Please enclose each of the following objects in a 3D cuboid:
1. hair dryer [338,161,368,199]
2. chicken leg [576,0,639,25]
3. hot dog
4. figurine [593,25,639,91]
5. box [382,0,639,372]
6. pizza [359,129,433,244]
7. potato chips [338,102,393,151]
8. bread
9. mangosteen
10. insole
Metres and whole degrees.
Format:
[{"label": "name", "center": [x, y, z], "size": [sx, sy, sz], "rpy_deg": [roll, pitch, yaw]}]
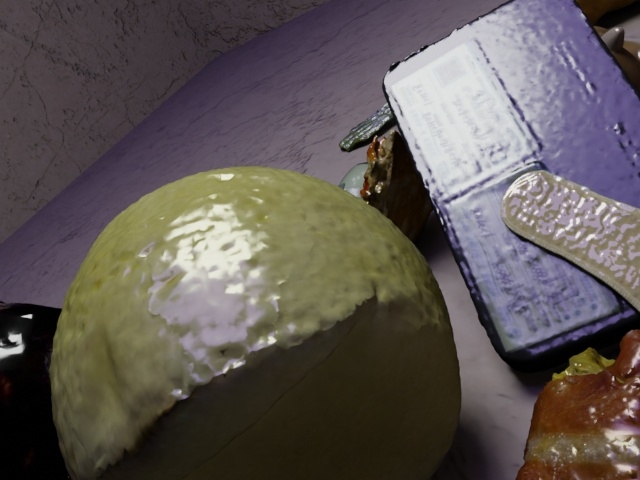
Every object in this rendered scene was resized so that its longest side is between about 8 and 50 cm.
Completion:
[{"label": "hair dryer", "center": [0.011, 0.009, 0.884], "size": [0.225, 0.088, 0.219], "rpy_deg": [-39, 27, 20]}, {"label": "chicken leg", "center": [0.433, -0.418, 1.072], "size": [0.409, 0.182, 0.295], "rpy_deg": [-45, 14, 12]}, {"label": "hot dog", "center": [0.189, 0.143, 0.389], "size": [0.146, 0.103, 0.213], "rpy_deg": [-8, 36, 41]}, {"label": "figurine", "center": [0.259, -0.148, 0.733], "size": [0.247, 0.177, 0.173], "rpy_deg": [-10, 14, 20]}, {"label": "box", "center": [0.203, -0.070, 0.594], "size": [0.211, 0.058, 0.350], "rpy_deg": [-26, 61, 17]}, {"label": "pizza", "center": [0.081, -0.058, 0.760], "size": [0.062, 0.199, 0.188], "rpy_deg": [19, 54, 28]}, {"label": "potato chips", "center": [0.124, -0.236, 1.218], "size": [0.207, 0.028, 0.092], "rpy_deg": [-34, 27, 3]}, {"label": "bread", "center": [-0.054, 0.099, 0.502], "size": [0.320, 0.320, 0.237], "rpy_deg": [-26, 41, 14]}, {"label": "mangosteen", "center": [-0.368, 0.213, 0.722], "size": [0.287, 0.233, 0.288], "rpy_deg": [-169, 90, -77]}, {"label": "insole", "center": [0.252, 0.013, 0.494], "size": [0.247, 0.011, 0.081], "rpy_deg": [35, 89, 33]}]
